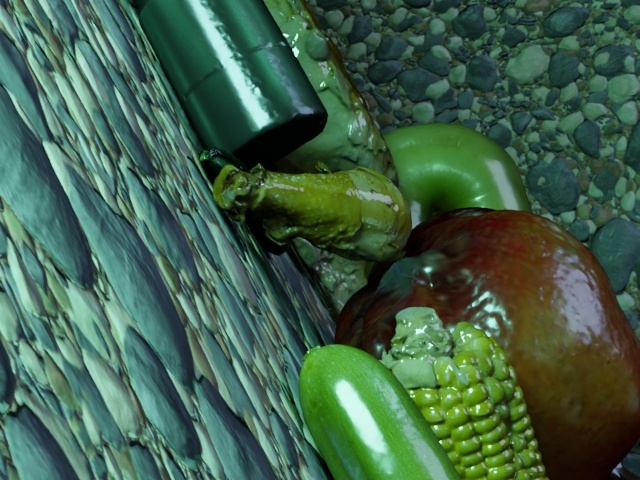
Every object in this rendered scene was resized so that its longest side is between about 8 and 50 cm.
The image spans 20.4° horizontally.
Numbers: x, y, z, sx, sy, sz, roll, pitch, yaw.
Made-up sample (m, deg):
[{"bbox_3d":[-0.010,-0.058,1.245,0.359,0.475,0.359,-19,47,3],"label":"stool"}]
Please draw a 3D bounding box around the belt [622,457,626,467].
[{"bbox_3d":[0.268,0.271,2.182,0.116,0.206,0.267,-111,180,-57],"label":"belt"}]

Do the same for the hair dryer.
[{"bbox_3d":[-0.095,-0.166,1.725,0.244,0.116,0.302,63,-6,13],"label":"hair dryer"}]

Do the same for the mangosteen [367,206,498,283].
[{"bbox_3d":[0.144,0.078,1.957,0.257,0.215,0.215,-19,77,-40],"label":"mangosteen"}]

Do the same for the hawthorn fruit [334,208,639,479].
[{"bbox_3d":[0.162,0.112,1.645,0.311,0.295,0.295,29,28,-44],"label":"hawthorn fruit"}]

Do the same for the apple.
[{"bbox_3d":[0.139,-0.014,2.204,0.279,0.279,0.279,60,6,-10],"label":"apple"}]

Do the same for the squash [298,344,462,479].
[{"bbox_3d":[0.079,0.222,1.325,0.341,0.094,0.094,63,6,16],"label":"squash"}]

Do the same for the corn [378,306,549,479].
[{"bbox_3d":[0.127,0.217,1.444,0.130,0.130,0.347,-90,162,-79],"label":"corn"}]

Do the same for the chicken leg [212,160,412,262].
[{"bbox_3d":[-0.011,-0.033,1.565,0.207,0.085,0.101,12,16,-37],"label":"chicken leg"}]

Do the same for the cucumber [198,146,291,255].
[{"bbox_3d":[-0.063,-0.035,1.594,0.184,0.036,0.033,56,21,-52],"label":"cucumber"}]

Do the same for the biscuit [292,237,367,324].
[{"bbox_3d":[0.000,0.000,1.866,0.183,0.061,0.118,55,6,-43],"label":"biscuit"}]

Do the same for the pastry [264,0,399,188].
[{"bbox_3d":[-0.024,-0.155,2.013,0.330,0.136,0.329,60,4,-7],"label":"pastry"}]
